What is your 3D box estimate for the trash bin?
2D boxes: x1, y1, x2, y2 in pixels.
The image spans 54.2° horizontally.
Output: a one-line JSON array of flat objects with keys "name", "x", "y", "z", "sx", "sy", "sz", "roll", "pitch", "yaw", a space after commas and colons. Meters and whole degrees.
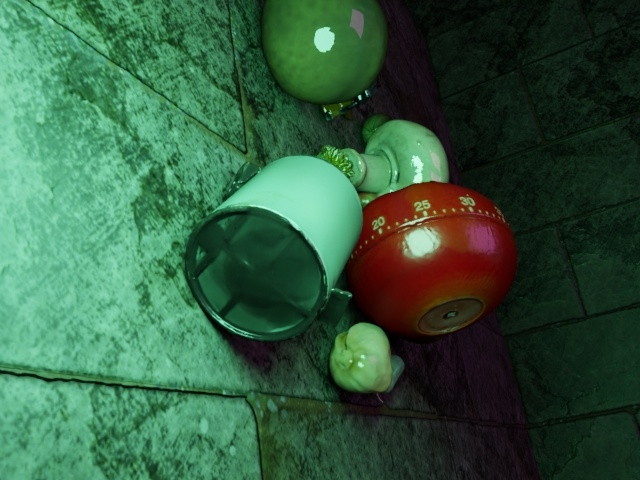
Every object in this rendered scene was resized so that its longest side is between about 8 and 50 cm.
[{"name": "trash bin", "x": -0.061, "y": 0.003, "z": 0.998, "sx": 0.277, "sy": 0.217, "sz": 0.262, "roll": 30, "pitch": 28, "yaw": 3}]

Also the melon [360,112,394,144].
[{"name": "melon", "x": 0.191, "y": -0.352, "z": 2.013, "sx": 0.167, "sy": 0.114, "sz": 0.114, "roll": -21, "pitch": 93, "yaw": -67}]

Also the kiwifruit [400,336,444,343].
[{"name": "kiwifruit", "x": 0.255, "y": 0.169, "z": 1.658, "sx": 0.234, "sy": 0.195, "sz": 0.196, "roll": 44, "pitch": 34, "yaw": -43}]

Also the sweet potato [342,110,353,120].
[{"name": "sweet potato", "x": 0.050, "y": -0.457, "z": 1.822, "sx": 0.075, "sy": 0.074, "sz": 0.270, "roll": -84, "pitch": 151, "yaw": -46}]

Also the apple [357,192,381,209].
[{"name": "apple", "x": 0.116, "y": -0.047, "z": 1.564, "sx": 0.131, "sy": 0.146, "sz": 0.146, "roll": 78, "pitch": 10, "yaw": -49}]

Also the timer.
[{"name": "timer", "x": 0.241, "y": 0.052, "z": 1.380, "sx": 0.378, "sy": 0.377, "sz": 0.279, "roll": 44, "pitch": 27, "yaw": -50}]

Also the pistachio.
[{"name": "pistachio", "x": 0.087, "y": 0.247, "z": 1.287, "sx": 0.145, "sy": 0.117, "sz": 0.200, "roll": 57, "pitch": 15, "yaw": 3}]

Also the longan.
[{"name": "longan", "x": 0.005, "y": -0.476, "z": 1.454, "sx": 0.319, "sy": 0.318, "sz": 0.319, "roll": 49, "pitch": 31, "yaw": -44}]

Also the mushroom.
[{"name": "mushroom", "x": 0.220, "y": -0.190, "z": 1.711, "sx": 0.356, "sy": 0.314, "sz": 0.315, "roll": 51, "pitch": 27, "yaw": -67}]

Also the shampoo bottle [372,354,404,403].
[{"name": "shampoo bottle", "x": 0.151, "y": 0.324, "z": 1.462, "sx": 0.195, "sy": 0.056, "sz": 0.056, "roll": -23, "pitch": 94, "yaw": -68}]

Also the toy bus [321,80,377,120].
[{"name": "toy bus", "x": 0.036, "y": -0.480, "z": 1.680, "sx": 0.275, "sy": 0.167, "sz": 0.138, "roll": 67, "pitch": 22, "yaw": -14}]

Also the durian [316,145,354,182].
[{"name": "durian", "x": 0.036, "y": -0.156, "z": 1.478, "sx": 0.137, "sy": 0.095, "sz": 0.221, "roll": 63, "pitch": 13, "yaw": -12}]
